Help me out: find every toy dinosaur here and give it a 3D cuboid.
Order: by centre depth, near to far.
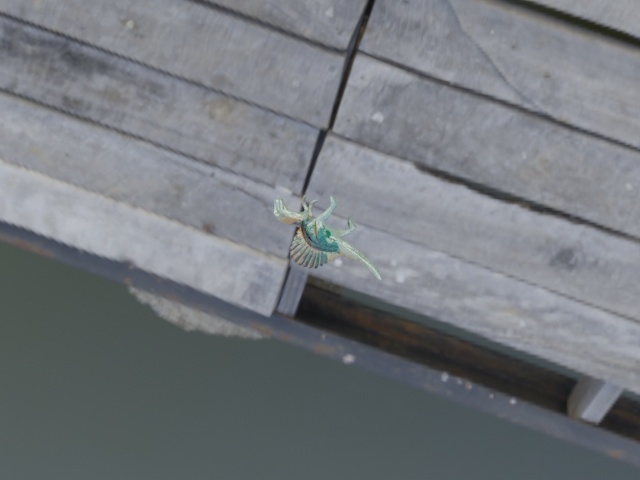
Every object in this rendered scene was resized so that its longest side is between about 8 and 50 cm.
[{"bbox_3d":[0.002,0.001,1.357,0.106,0.044,0.187,-32,81,15],"label":"toy dinosaur"}]
